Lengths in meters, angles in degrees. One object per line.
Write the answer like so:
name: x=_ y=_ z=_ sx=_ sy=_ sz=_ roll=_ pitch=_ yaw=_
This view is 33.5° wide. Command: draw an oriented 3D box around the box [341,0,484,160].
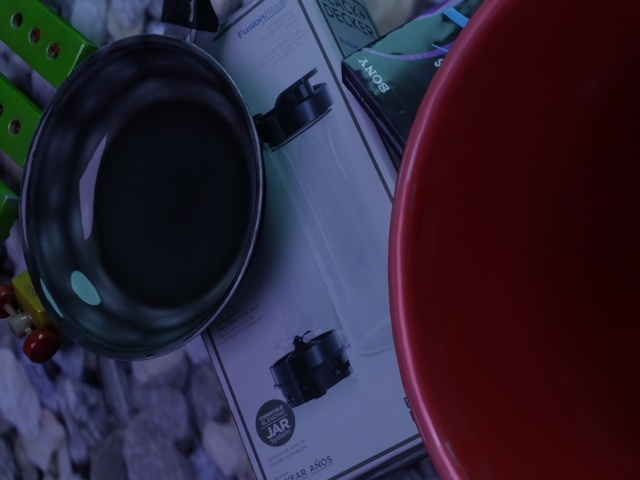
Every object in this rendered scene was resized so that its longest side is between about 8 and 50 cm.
box: x=0.108 y=-0.091 z=0.583 sx=0.162 sy=0.029 sz=0.116 roll=-32 pitch=67 yaw=-7

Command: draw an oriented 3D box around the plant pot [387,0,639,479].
plant pot: x=0.203 y=0.008 z=0.420 sx=0.275 sy=0.243 sz=0.275 roll=4 pitch=96 yaw=39

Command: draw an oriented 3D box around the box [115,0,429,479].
box: x=0.000 y=0.000 z=0.660 sx=0.169 sy=0.087 sz=0.290 roll=-34 pitch=70 yaw=27

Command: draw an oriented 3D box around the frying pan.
frying pan: x=-0.112 y=-0.090 z=0.656 sx=0.197 sy=0.053 sz=0.326 roll=-8 pitch=81 yaw=33

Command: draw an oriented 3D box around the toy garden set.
toy garden set: x=-0.224 y=-0.045 z=0.835 sx=0.204 sy=0.049 sz=0.244 roll=40 pitch=107 yaw=30
